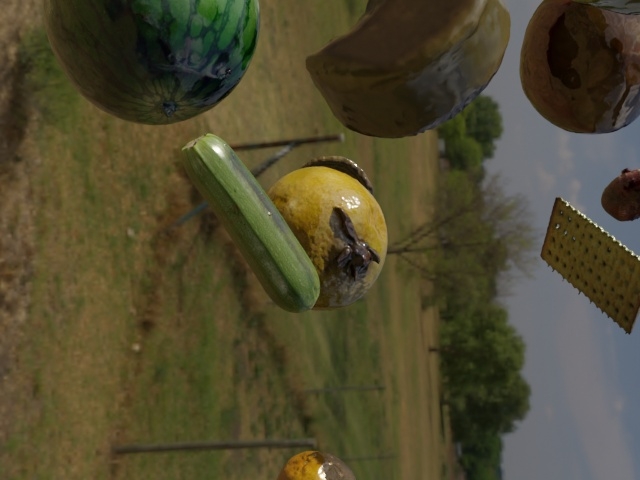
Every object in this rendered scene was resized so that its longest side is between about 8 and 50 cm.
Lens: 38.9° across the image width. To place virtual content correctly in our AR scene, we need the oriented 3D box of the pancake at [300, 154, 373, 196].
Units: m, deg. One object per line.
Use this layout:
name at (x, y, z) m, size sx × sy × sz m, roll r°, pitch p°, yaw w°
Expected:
pancake at (0.023, -0.089, 1.981) m, size 0.021 × 0.199 × 0.199 m, roll -84°, pitch 167°, yaw -76°

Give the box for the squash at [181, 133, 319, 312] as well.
squash at (-0.074, -0.017, 1.003) m, size 0.229 × 0.066 × 0.066 m, roll 56°, pitch 16°, yaw -13°

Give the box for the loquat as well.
loquat at (0.000, 0.000, 1.482) m, size 0.244 × 0.244 × 0.243 m, roll -6°, pitch 90°, yaw -81°

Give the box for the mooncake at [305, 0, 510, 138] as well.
mooncake at (0.161, -0.399, 1.749) m, size 0.246 × 0.394 × 0.393 m, roll 46°, pitch 27°, yaw -48°

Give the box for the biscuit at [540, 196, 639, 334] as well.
biscuit at (0.458, 0.039, 1.520) m, size 0.231 × 0.016 × 0.139 m, roll 47°, pitch -39°, yaw 45°

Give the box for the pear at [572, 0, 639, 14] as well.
pear at (0.378, -0.435, 1.051) m, size 0.375 × 0.287 × 0.287 m, roll 108°, pitch -13°, yaw -50°

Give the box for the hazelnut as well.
hazelnut at (0.591, -0.408, 1.928) m, size 0.366 × 0.366 × 0.365 m, roll -6°, pitch 90°, yaw -81°

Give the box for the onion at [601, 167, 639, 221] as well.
onion at (0.794, -0.124, 2.225) m, size 0.098 × 0.206 × 0.151 m, roll 54°, pitch 17°, yaw -41°

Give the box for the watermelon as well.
watermelon at (-0.256, -0.349, 1.400) m, size 0.363 × 0.363 × 0.363 m, roll -6°, pitch 90°, yaw -81°

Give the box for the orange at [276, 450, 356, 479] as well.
orange at (-0.010, 0.460, 1.676) m, size 0.159 × 0.159 × 0.136 m, roll -78°, pitch 156°, yaw -65°
